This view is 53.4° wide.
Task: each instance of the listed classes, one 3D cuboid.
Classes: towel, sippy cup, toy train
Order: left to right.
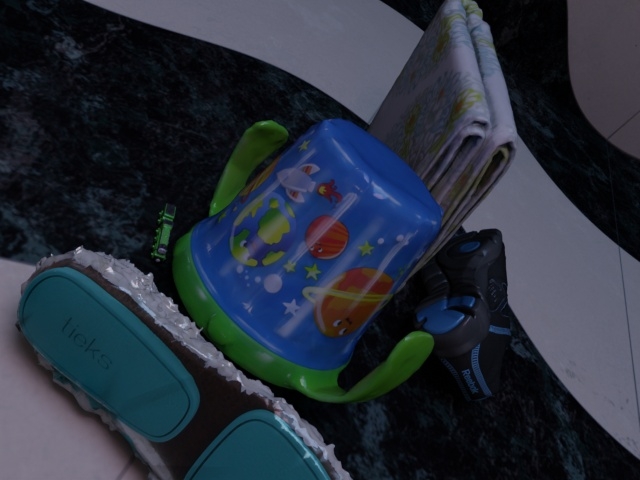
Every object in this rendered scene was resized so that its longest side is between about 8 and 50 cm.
[{"bbox_3d":[-0.181,-0.010,0.737,0.017,0.023,0.083,22,40,-24],"label":"toy train"},{"bbox_3d":[0.000,0.000,0.680,0.305,0.224,0.240,42,21,1],"label":"sippy cup"},{"bbox_3d":[0.143,-0.133,0.906,0.090,0.320,0.374,22,40,-15],"label":"towel"}]

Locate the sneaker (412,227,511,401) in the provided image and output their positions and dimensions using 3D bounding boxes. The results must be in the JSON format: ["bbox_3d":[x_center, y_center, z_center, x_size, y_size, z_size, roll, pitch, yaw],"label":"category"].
[{"bbox_3d":[0.216,0.093,0.939,0.139,0.125,0.341,63,30,-16],"label":"sneaker"}]

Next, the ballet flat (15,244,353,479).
[{"bbox_3d":[-0.092,0.158,0.567,0.409,0.147,0.147,47,37,7],"label":"ballet flat"}]
